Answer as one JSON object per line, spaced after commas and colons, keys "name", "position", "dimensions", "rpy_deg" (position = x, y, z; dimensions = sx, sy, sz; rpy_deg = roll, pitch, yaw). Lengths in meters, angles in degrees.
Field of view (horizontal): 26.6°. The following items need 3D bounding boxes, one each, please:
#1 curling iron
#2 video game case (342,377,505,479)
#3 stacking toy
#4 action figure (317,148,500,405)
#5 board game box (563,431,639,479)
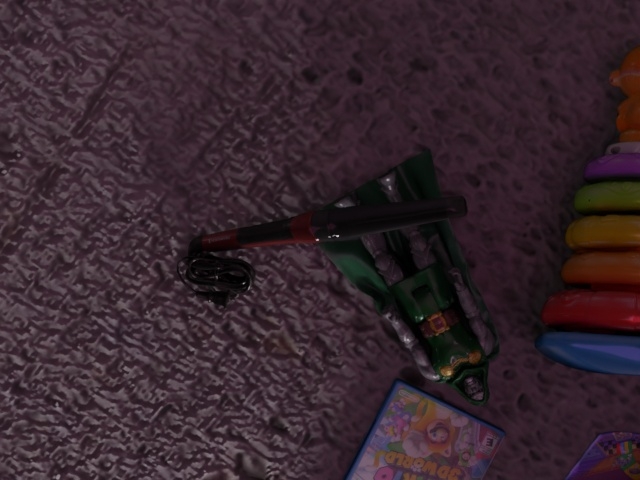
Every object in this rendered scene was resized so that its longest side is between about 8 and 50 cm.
{"name": "curling iron", "position": [0.000, 0.000, 1.216], "dimensions": [0.274, 0.035, 0.068], "rpy_deg": [-16, 107, 15]}
{"name": "video game case", "position": [0.087, 0.230, 1.296], "dimensions": [0.119, 0.015, 0.166], "rpy_deg": [27, 95, -7]}
{"name": "stacking toy", "position": [0.287, -0.029, 1.224], "dimensions": [0.175, 0.166, 0.302], "rpy_deg": [2, 85, 7]}
{"name": "action figure", "position": [0.096, 0.050, 1.249], "dimensions": [0.137, 0.063, 0.232], "rpy_deg": [-29, 94, 12]}
{"name": "board game box", "position": [0.291, 0.272, 1.306], "dimensions": [0.133, 0.033, 0.169], "rpy_deg": [37, 93, -7]}
